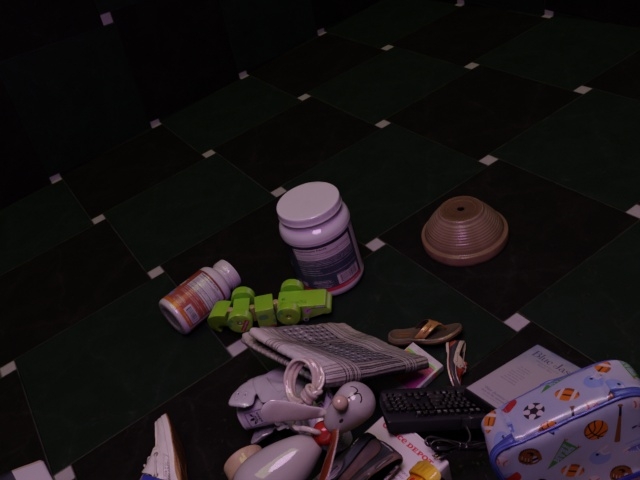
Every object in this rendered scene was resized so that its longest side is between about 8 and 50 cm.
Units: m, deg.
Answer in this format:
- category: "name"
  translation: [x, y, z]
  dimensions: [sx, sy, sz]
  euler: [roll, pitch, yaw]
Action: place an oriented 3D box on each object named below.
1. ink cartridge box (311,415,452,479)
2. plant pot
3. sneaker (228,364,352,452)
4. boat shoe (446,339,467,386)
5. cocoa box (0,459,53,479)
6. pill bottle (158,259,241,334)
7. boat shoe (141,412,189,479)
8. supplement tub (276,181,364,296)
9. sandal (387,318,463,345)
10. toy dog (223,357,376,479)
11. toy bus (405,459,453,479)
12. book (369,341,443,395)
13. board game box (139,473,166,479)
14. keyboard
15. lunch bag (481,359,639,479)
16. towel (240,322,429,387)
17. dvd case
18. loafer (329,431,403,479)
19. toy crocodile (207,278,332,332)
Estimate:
- category: "ink cartridge box"
  translation: [0.109, 0.472, 1.214]
  dimensions: [0.237, 0.100, 0.172]
  euler: [-36, 41, -22]
- category: "plant pot"
  translation: [0.391, -0.046, 1.751]
  dimensions: [0.238, 0.109, 0.237]
  euler: [-11, 37, 8]
- category: "sneaker"
  translation: [-0.069, 0.367, 1.350]
  dimensions: [0.210, 0.137, 0.366]
  euler: [-27, 16, -4]
- category: "boat shoe"
  translation: [0.306, 0.275, 1.429]
  dimensions: [0.043, 0.049, 0.137]
  euler: [-11, 31, 15]
- category: "cocoa box"
  translation: [-0.551, 0.617, 1.143]
  dimensions: [0.228, 0.231, 0.347]
  euler: [-12, 28, -37]
- category: "pill bottle"
  translation: [-0.331, 0.152, 1.785]
  dimensions: [0.121, 0.121, 0.216]
  euler: [23, 52, 41]
- category: "boat shoe"
  translation: [-0.340, 0.494, 1.373]
  dimensions: [0.096, 0.098, 0.277]
  euler: [-21, 38, -6]
- category: "supplement tub"
  translation: [0.000, 0.000, 1.715]
  dimensions: [0.191, 0.272, 0.191]
  euler: [-11, 37, 9]
- category: "sandal"
  translation: [0.245, 0.212, 1.517]
  dimensions: [0.180, 0.049, 0.072]
  euler: [-7, 18, 18]
- category: "toy dog"
  translation: [-0.064, 0.369, 1.112]
  dimensions: [0.220, 0.161, 0.333]
  euler: [25, 90, 34]
- category: "toy bus"
  translation: [0.175, 0.508, 1.050]
  dimensions: [0.211, 0.149, 0.220]
  euler: [-35, 81, -12]
- category: "book"
  translation: [0.194, 0.307, 1.446]
  dimensions: [0.144, 0.035, 0.096]
  euler: [-36, 42, -21]
- category: "board game box"
  translation: [-0.195, 0.589, 1.072]
  dimensions: [0.319, 0.066, 0.318]
  euler: [20, 38, -13]
- category: "keyboard"
  translation: [0.281, 0.346, 1.259]
  dimensions: [0.317, 0.033, 0.201]
  euler: [-2, 26, -8]
- category: "lunch bag"
  translation: [0.449, 0.353, 1.098]
  dimensions: [0.304, 0.243, 0.115]
  euler: [-25, 22, 12]
- category: "towel"
  translation: [0.027, 0.234, 1.416]
  dimensions: [0.312, 0.056, 0.324]
  euler: [0, 9, -40]
- category: "dvd case"
  translation: [0.442, 0.302, 1.295]
  dimensions: [0.253, 0.022, 0.180]
  euler: [-19, 32, -34]
- category: "loafer"
  translation: [0.050, 0.453, 1.106]
  dimensions: [0.084, 0.096, 0.267]
  euler: [17, 49, 30]
- category: "toy crocodile"
  translation: [-0.135, 0.185, 1.693]
  dimensions: [0.341, 0.105, 0.115]
  euler: [-9, 38, 5]
